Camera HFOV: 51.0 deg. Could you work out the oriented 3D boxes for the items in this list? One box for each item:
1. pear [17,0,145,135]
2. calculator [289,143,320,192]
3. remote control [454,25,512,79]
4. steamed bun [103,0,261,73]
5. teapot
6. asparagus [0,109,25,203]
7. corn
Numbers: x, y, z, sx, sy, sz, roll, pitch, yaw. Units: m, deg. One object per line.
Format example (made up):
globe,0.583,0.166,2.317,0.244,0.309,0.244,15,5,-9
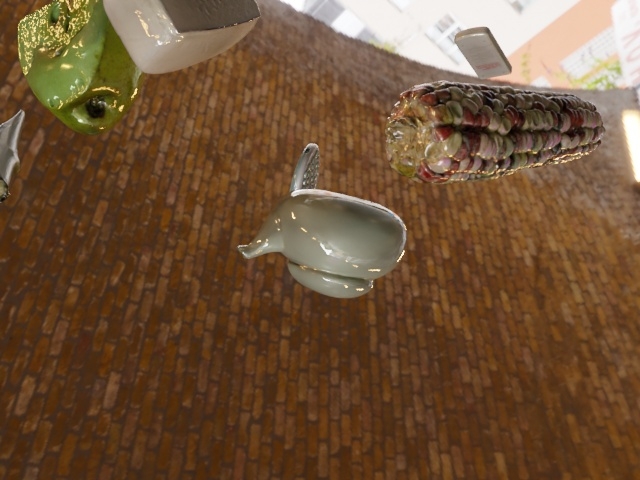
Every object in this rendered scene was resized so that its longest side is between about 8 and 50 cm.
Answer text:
pear,-0.514,-0.396,1.532,0.238,0.342,0.318,12,-109,-54
calculator,-0.046,-0.128,1.794,0.042,0.295,0.184,18,-131,9
remote control,0.392,-0.450,1.615,0.190,0.087,0.029,30,-117,-51
steamed bun,-0.233,-0.364,1.089,0.242,0.164,0.146,-36,-79,-49
teapot,0.036,0.010,1.050,0.318,0.220,0.149,13,-88,-67
asparagus,-0.318,-0.090,0.660,0.045,0.041,0.178,-7,-146,-13
corn,0.174,-0.106,0.632,0.281,0.092,0.092,-11,-109,-36
